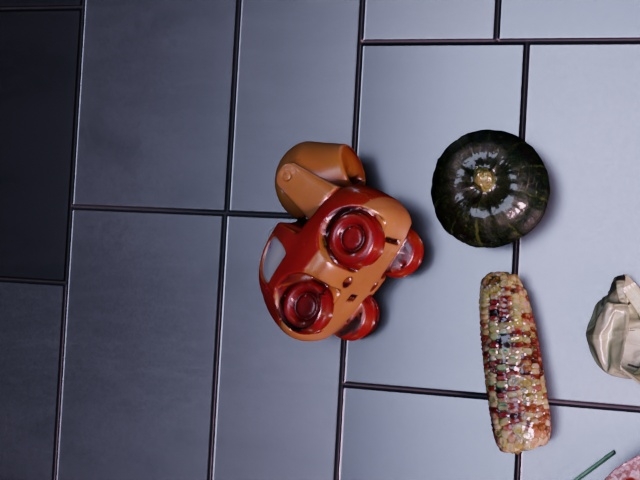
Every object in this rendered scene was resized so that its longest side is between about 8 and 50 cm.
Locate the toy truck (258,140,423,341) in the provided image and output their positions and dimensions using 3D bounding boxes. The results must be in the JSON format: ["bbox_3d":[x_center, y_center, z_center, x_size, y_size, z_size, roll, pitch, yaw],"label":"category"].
[{"bbox_3d":[0.000,0.000,1.877,0.239,0.189,0.265,40,102,27],"label":"toy truck"}]

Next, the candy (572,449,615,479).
[{"bbox_3d":[0.334,0.348,1.819,0.184,0.049,0.055,-38,106,8],"label":"candy"}]

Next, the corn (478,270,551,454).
[{"bbox_3d":[0.266,0.168,1.823,0.086,0.086,0.254,-11,82,19],"label":"corn"}]

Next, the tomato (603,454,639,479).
[{"bbox_3d":[0.469,0.372,1.728,0.227,0.112,0.199,-8,77,20],"label":"tomato"}]

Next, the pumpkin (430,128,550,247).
[{"bbox_3d":[0.232,-0.072,1.823,0.167,0.125,0.167,2,93,37],"label":"pumpkin"}]

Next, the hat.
[{"bbox_3d":[0.429,0.142,1.782,0.166,0.081,0.122,42,62,2],"label":"hat"}]
